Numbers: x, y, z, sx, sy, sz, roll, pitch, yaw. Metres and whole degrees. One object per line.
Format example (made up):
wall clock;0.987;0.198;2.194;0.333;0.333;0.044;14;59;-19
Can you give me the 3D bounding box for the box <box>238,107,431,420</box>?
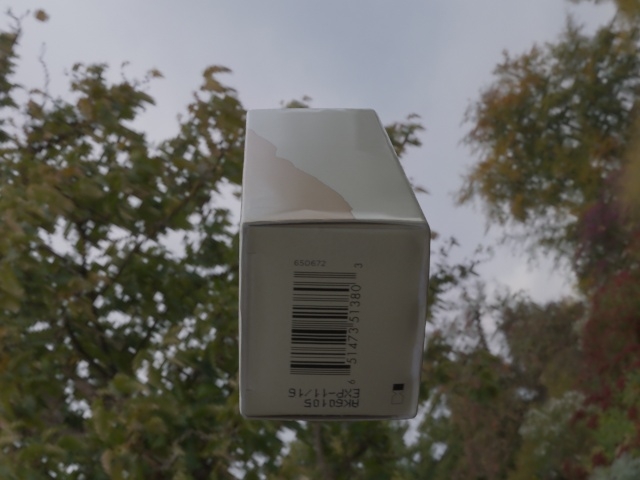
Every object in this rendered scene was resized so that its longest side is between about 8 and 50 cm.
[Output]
box;0.000;0.000;0.779;0.311;0.121;0.148;-100;11;-71
